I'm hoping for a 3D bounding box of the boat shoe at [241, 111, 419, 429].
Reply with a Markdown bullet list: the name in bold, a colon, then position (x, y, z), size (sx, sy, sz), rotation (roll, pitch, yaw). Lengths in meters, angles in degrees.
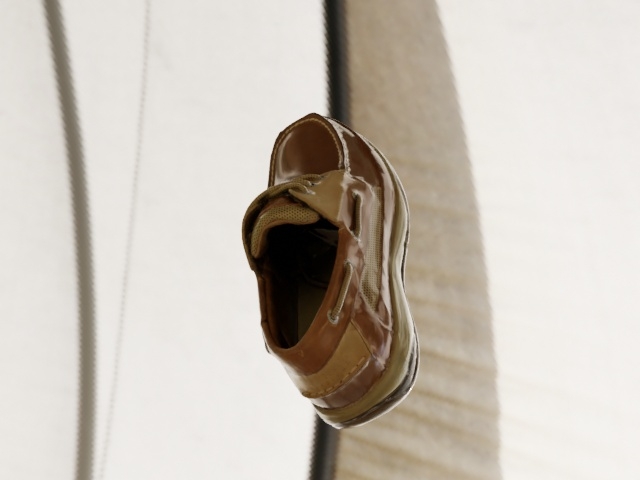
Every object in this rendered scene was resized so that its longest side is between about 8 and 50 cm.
- **boat shoe**: position (0.000, 0.000, 1.250), size (0.122, 0.120, 0.324), rotation (-35, -141, 20)
